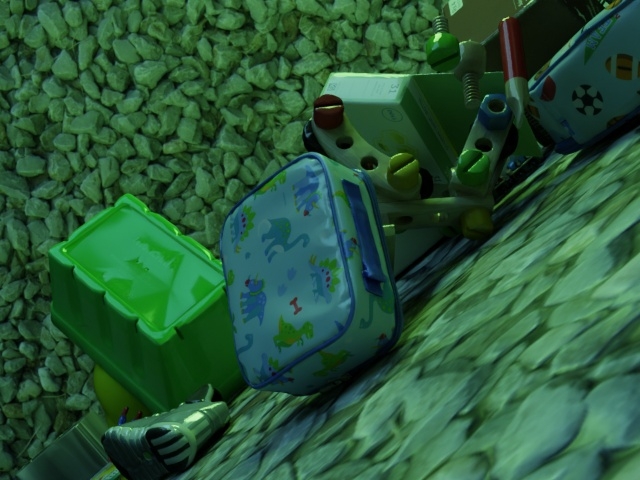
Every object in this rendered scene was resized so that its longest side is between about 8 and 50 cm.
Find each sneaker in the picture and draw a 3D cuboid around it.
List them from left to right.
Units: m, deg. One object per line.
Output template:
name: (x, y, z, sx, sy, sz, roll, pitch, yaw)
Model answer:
sneaker: (-0.186, 0.246, 1.299, 0.132, 0.086, 0.229, -35, 9, -36)

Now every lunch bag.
lunch bag: (-0.010, 0.034, 0.991, 0.090, 0.218, 0.176, 19, -43, -40)
lunch bag: (0.376, -0.229, 1.098, 0.243, 0.115, 0.303, -36, 0, -38)

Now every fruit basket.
fruit basket: (-0.257, 0.163, 1.622, 0.283, 0.392, 0.392, -40, 2, -24)

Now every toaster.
toaster: (-0.462, 0.417, 1.848, 0.168, 0.110, 0.186, -40, 2, -1)

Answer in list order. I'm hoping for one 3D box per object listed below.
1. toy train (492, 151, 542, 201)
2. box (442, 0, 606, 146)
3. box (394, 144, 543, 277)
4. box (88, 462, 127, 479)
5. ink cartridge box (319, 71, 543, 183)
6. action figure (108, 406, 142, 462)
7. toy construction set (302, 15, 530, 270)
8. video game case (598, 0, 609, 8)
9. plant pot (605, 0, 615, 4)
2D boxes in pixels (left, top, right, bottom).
toy train: (0.225, -0.070, 1.311, 0.158, 0.036, 0.027, -39, 2, -1)
box: (0.303, -0.277, 1.400, 0.167, 0.203, 0.168, -38, 33, 30)
box: (0.165, -0.063, 1.378, 0.275, 0.094, 0.113, -40, 0, -4)
box: (-0.295, 0.344, 1.446, 0.105, 0.043, 0.179, -39, 0, -34)
ink cartridge box: (0.136, -0.137, 1.237, 0.235, 0.171, 0.056, 8, 63, 34)
action figure: (-0.290, 0.287, 1.464, 0.115, 0.038, 0.030, -76, 10, -68)
toy construction set: (0.122, -0.065, 1.090, 0.309, 0.258, 0.237, 129, 150, -48)
video game case: (0.430, -0.309, 1.625, 0.299, 0.036, 0.329, -58, 4, -5)
plant pot: (0.494, -0.414, 1.239, 0.293, 0.293, 0.196, -40, 30, -9)
